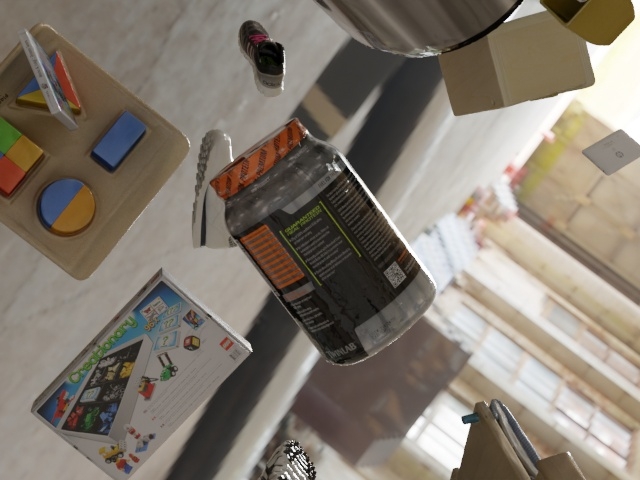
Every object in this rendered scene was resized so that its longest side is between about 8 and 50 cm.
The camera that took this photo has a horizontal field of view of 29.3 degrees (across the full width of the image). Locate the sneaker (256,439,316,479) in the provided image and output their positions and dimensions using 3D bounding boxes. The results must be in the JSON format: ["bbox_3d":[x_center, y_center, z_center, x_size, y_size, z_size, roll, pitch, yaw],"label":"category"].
[{"bbox_3d":[-0.071,0.363,1.781,0.106,0.078,0.234,-33,-173,12],"label":"sneaker"}]

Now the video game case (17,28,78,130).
[{"bbox_3d":[-0.438,-0.256,1.971,0.019,0.143,0.157,-23,176,-3],"label":"video game case"}]

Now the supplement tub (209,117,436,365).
[{"bbox_3d":[0.000,0.000,1.691,0.193,0.316,0.193,-35,-170,7],"label":"supplement tub"}]

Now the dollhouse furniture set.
[{"bbox_3d":[0.273,0.265,1.265,0.198,0.303,0.286,-10,132,-18],"label":"dollhouse furniture set"}]

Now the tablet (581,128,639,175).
[{"bbox_3d":[0.413,-0.125,1.718,0.083,0.054,0.006,-29,152,-26],"label":"tablet"}]

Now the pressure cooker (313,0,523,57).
[{"bbox_3d":[0.089,-0.473,1.614,0.370,0.375,0.420,-12,159,24],"label":"pressure cooker"}]

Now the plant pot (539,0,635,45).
[{"bbox_3d":[0.335,-0.285,1.495,0.081,0.083,0.081,-48,-146,16],"label":"plant pot"}]

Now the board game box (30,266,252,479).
[{"bbox_3d":[-0.282,0.216,1.935,0.305,0.193,0.053,-46,-166,5],"label":"board game box"}]

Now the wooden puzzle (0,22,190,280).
[{"bbox_3d":[-0.440,-0.155,2.099,0.322,0.348,0.080,-53,-167,-15],"label":"wooden puzzle"}]

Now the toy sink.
[{"bbox_3d":[0.324,-0.278,1.879,0.234,0.131,0.153,-19,-172,-24],"label":"toy sink"}]

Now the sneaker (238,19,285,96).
[{"bbox_3d":[-0.100,-0.341,2.192,0.063,0.170,0.075,-5,146,-22],"label":"sneaker"}]

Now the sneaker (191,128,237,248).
[{"bbox_3d":[-0.166,-0.087,2.083,0.090,0.095,0.235,-96,-167,-51],"label":"sneaker"}]
